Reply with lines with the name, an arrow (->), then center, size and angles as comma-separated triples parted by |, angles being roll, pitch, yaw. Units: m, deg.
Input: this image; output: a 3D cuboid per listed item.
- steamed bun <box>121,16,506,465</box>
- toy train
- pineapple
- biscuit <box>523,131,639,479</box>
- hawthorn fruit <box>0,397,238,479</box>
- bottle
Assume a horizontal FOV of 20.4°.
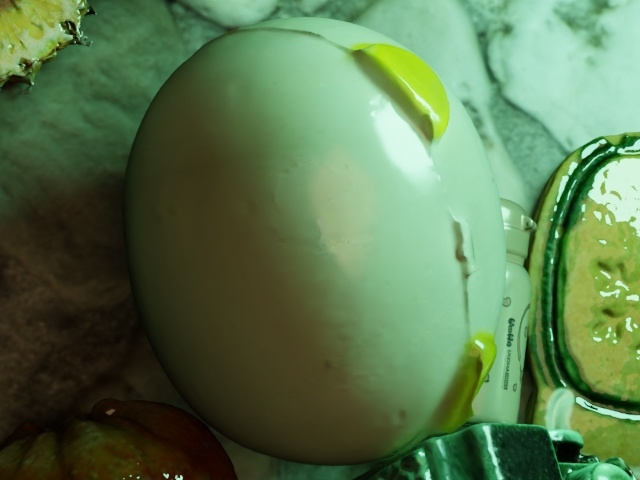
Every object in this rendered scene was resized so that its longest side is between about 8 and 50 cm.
steamed bun -> -0.004, 0.002, 1.474 | 0.334, 0.334, 0.374 | -17, 105, -14
toy train -> 0.112, 0.251, 1.488 | 0.238, 0.299, 0.167 | 9, 57, -43
pineapple -> -0.292, -0.232, 1.585 | 0.221, 0.047, 0.221 | 0, 88, -12
biscuit -> 0.327, 0.069, 1.680 | 0.287, 0.057, 0.344 | 6, 83, -12
hawthorn fruit -> -0.177, 0.259, 1.448 | 0.258, 0.258, 0.262 | -1, 64, -13
bottle -> 0.136, 0.063, 1.622 | 0.110, 0.097, 0.209 | 4, 81, 17
